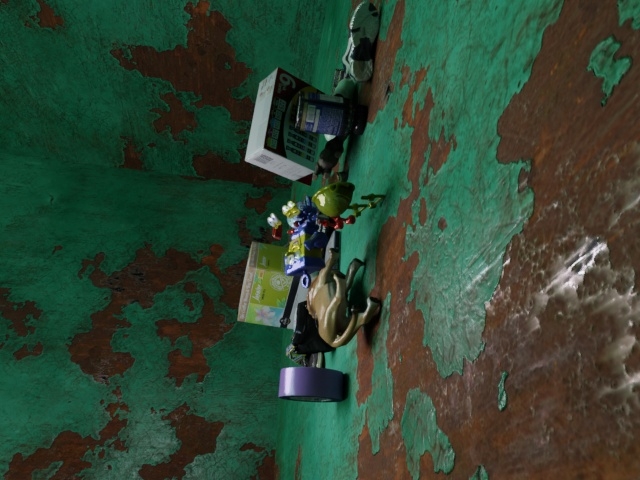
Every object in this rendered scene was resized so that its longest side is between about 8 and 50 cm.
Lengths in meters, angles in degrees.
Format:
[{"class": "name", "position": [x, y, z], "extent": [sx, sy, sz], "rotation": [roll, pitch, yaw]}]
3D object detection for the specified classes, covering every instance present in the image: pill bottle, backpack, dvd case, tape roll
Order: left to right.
[{"class": "backpack", "position": [-0.055, -0.117, 2.056], "extent": [0.158, 0.173, 0.117], "rotation": [-91, 11, -46]}, {"class": "backpack", "position": [-0.032, 0.294, 1.617], "extent": [0.115, 0.152, 0.182], "rotation": [105, 160, -68]}, {"class": "tape roll", "position": [-0.027, 0.426, 1.388], "extent": [0.189, 0.189, 0.080], "rotation": [114, 160, -66]}, {"class": "pill bottle", "position": [0.031, -0.396, 1.499], "extent": [0.123, 0.219, 0.122], "rotation": [-173, 90, -82]}, {"class": "dvd case", "position": [0.040, 0.107, 1.730], "extent": [0.179, 0.030, 0.238], "rotation": [115, 160, -66]}]

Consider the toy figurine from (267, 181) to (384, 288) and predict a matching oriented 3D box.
[{"class": "toy figurine", "position": [0.000, 0.017, 1.222], "extent": [0.362, 0.191, 0.217], "rotation": [-26, 55, 52]}]

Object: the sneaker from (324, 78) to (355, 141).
[{"class": "sneaker", "position": [0.049, -0.455, 1.747], "extent": [0.151, 0.094, 0.256], "rotation": [-63, -8, -49]}]

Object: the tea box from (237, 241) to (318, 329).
[{"class": "tea box", "position": [-0.204, 0.218, 2.241], "extent": [0.220, 0.324, 0.329], "rotation": [-93, 16, -57]}]

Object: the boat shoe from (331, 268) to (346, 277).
[{"class": "boat shoe", "position": [0.042, 0.193, 1.512], "extent": [0.073, 0.073, 0.207], "rotation": [21, 117, 40]}]

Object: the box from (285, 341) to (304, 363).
[{"class": "box", "position": [-0.053, 0.378, 1.776], "extent": [0.169, 0.059, 0.054], "rotation": [-46, 15, 7]}]

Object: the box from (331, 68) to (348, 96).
[{"class": "box", "position": [0.077, -0.619, 1.983], "extent": [0.184, 0.045, 0.190], "rotation": [-111, 29, -68]}]

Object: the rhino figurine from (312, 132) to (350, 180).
[{"class": "rhino figurine", "position": [0.047, -0.328, 1.719], "extent": [0.243, 0.073, 0.106], "rotation": [-59, 8, 25]}]

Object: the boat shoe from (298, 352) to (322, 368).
[{"class": "boat shoe", "position": [-0.048, 0.457, 1.851], "extent": [0.285, 0.092, 0.102], "rotation": [-135, 52, -80]}]

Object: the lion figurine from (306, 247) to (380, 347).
[{"class": "lion figurine", "position": [0.037, 0.178, 1.255], "extent": [0.392, 0.142, 0.240], "rotation": [-84, 17, -71]}]

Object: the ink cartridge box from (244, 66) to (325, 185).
[{"class": "ink cartridge box", "position": [-0.088, -0.379, 1.617], "extent": [0.130, 0.272, 0.309], "rotation": [-16, 62, 51]}]

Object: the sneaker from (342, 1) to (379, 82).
[{"class": "sneaker", "position": [0.118, -0.619, 1.505], "extent": [0.153, 0.094, 0.235], "rotation": [-145, 51, -71]}]

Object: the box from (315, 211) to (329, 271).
[{"class": "box", "position": [0.000, 0.000, 1.908], "extent": [0.175, 0.051, 0.220], "rotation": [-65, -16, -79]}]

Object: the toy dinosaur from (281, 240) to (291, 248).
[{"class": "toy dinosaur", "position": [-0.114, 0.107, 2.437], "extent": [0.322, 0.164, 0.218], "rotation": [-35, 25, 15]}]

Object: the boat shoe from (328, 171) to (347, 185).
[{"class": "boat shoe", "position": [0.064, -0.219, 1.746], "extent": [0.152, 0.049, 0.056], "rotation": [166, 91, -77]}]
